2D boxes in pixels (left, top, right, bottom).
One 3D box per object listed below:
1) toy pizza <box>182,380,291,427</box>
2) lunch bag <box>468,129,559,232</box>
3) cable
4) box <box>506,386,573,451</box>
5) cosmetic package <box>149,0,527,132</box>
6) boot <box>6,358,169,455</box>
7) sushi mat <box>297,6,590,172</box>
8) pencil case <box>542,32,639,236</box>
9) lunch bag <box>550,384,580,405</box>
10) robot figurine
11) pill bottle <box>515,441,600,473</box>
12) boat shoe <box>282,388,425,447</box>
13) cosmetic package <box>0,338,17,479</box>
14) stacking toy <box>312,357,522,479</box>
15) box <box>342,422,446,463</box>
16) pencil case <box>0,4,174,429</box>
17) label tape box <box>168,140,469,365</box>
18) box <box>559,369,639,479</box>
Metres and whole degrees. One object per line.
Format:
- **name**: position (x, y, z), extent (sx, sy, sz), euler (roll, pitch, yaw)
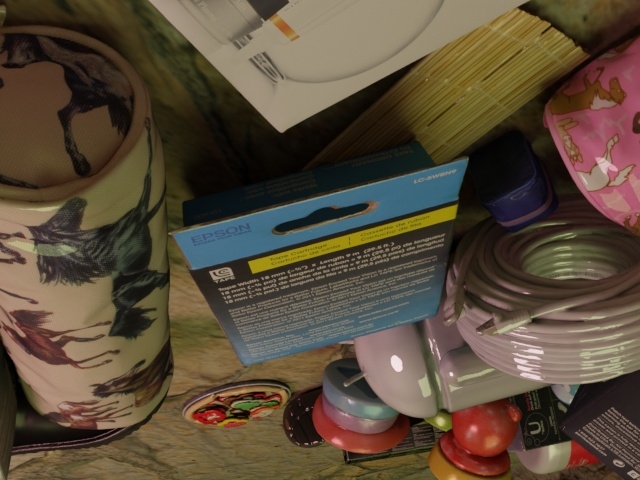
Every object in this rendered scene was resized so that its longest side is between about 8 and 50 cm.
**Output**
- **toy pizza**: position (-0.151, 0.308, 1.266), extent (0.201, 0.032, 0.201), euler (-11, 150, -6)
- **lunch bag**: position (0.202, -0.061, 0.722), extent (0.067, 0.098, 0.065), euler (-28, 130, 26)
- **cable**: position (0.258, 0.037, 0.700), extent (0.257, 0.257, 0.089), euler (-7, 116, 16)
- **box**: position (0.324, 0.296, 1.262), extent (0.142, 0.163, 0.247), euler (-3, 165, -27)
- **cosmetic package**: position (0.000, -0.237, 0.331), extent (0.284, 0.097, 0.377), euler (-27, 148, 16)
- **boot**: position (-0.388, 0.183, 0.844), extent (0.347, 0.131, 0.260), euler (-19, 150, 10)
- **sushi mat**: position (0.093, -0.106, 0.671), extent (0.151, 0.019, 0.316), euler (13, 141, -41)
- **pencil case**: position (0.371, -0.156, 0.557), extent (0.160, 0.167, 0.386), euler (32, 131, -25)
- **lunch bag**: position (0.437, 0.166, 1.028), extent (0.218, 0.176, 0.090), euler (8, 127, -6)
- **robot figurine**: position (0.195, 0.114, 0.910), extent (0.353, 0.200, 0.300), euler (-16, -175, 3)
- **pill bottle**: position (0.600, 0.329, 1.434), extent (0.407, 0.229, 0.229), euler (-10, 150, -8)
- **boat shoe**: position (0.091, 0.310, 1.307), extent (0.323, 0.123, 0.120), euler (-16, 158, 16)
- **cosmetic package**: position (-0.357, 0.107, 0.638), extent (0.107, 0.127, 0.238), euler (-5, 121, -16)
- **stacking toy**: position (0.158, 0.234, 1.079), extent (0.308, 0.279, 0.130), euler (15, 108, 10)
- **box**: position (0.134, 0.358, 1.219), extent (0.190, 0.045, 0.184), euler (-9, 158, -1)
- **pencil case**: position (-0.214, 0.013, 0.583), extent (0.160, 0.183, 0.410), euler (-36, 158, -29)
- **label tape box**: position (0.000, 0.000, 0.682), extent (0.240, 0.106, 0.334), euler (-15, 152, -3)
- **box**: position (0.492, 0.099, 0.813), extent (0.343, 0.179, 0.312), euler (-43, 167, -39)
